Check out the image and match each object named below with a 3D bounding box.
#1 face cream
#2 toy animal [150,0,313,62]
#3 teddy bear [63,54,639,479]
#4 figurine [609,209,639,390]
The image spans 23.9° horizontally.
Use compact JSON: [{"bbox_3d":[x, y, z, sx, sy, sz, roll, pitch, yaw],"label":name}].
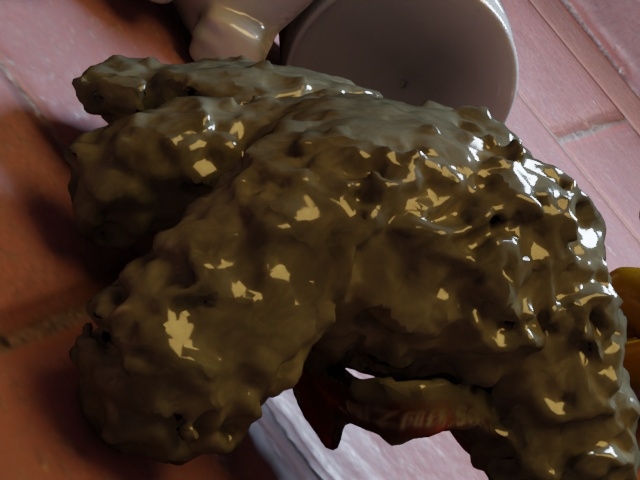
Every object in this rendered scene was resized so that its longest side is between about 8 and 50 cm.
[{"bbox_3d":[0.063,-0.178,1.328,0.201,0.201,0.187,40,22,-24],"label":"face cream"},{"bbox_3d":[-0.131,-0.312,1.185,0.367,0.196,0.241,37,16,-36],"label":"toy animal"},{"bbox_3d":[0.000,0.000,0.914,0.357,0.225,0.367,16,11,-29],"label":"teddy bear"},{"bbox_3d":[0.464,0.061,1.504,0.401,0.387,0.268,38,37,-40],"label":"figurine"}]
